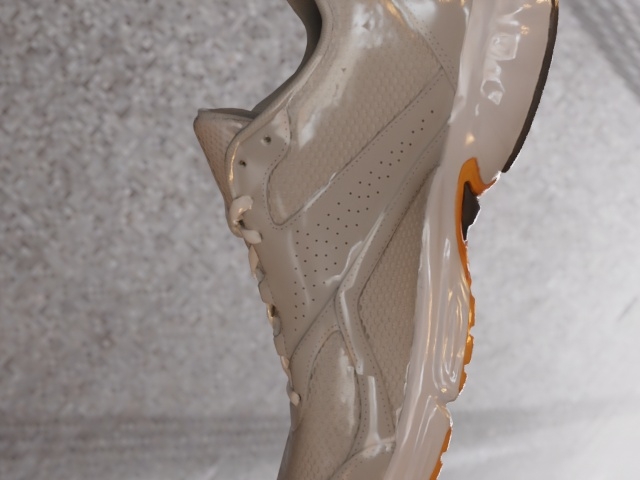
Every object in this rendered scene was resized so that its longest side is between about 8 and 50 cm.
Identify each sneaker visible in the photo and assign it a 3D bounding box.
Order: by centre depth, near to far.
[{"bbox_3d":[0.000,0.000,0.671,0.099,0.121,0.262,-152,-105,-77],"label":"sneaker"}]
